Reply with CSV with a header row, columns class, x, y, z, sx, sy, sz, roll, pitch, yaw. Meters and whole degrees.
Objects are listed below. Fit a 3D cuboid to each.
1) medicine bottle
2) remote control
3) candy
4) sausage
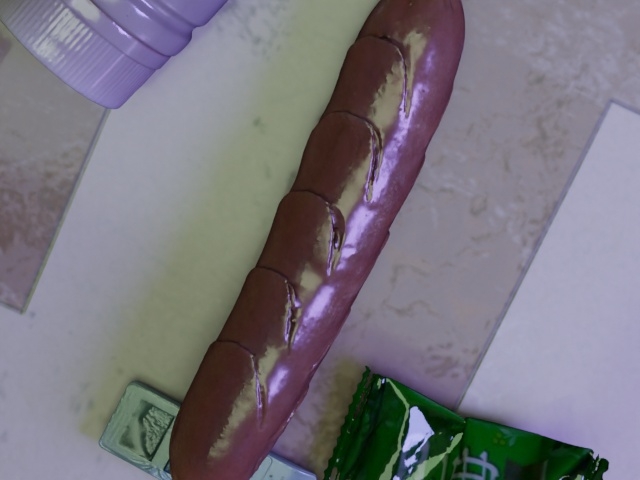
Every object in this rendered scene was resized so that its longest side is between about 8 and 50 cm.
class,x,y,z,sx,sy,sz,roll,pitch,yaw
medicine bottle,-0.098,-0.218,0.976,0.133,0.133,0.250,42,101,-7
remote control,-0.086,0.168,1.114,0.162,0.029,0.061,29,97,0
candy,0.102,0.191,1.088,0.203,0.078,0.141,19,92,10
sausage,0.001,0.000,1.038,0.088,0.088,0.433,25,99,-3
